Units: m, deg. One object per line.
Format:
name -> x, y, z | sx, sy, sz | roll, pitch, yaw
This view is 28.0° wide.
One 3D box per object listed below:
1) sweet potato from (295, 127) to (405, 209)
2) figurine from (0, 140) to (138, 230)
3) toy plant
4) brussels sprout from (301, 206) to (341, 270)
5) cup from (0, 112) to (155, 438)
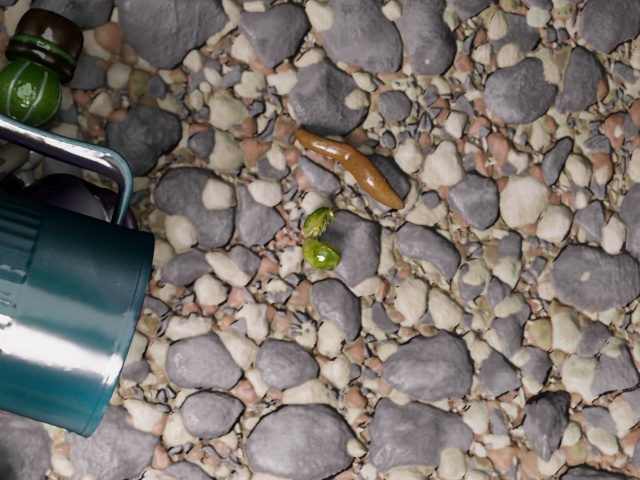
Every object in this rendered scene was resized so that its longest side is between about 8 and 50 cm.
sweet potato -> 0.044, -0.101, 1.714 | 0.179, 0.044, 0.044 | 38, 76, 0
figurine -> -0.325, -0.038, 1.603 | 0.145, 0.145, 0.222 | -39, 106, -14
toy plant -> -0.369, -0.212, 1.655 | 0.093, 0.093, 0.162 | 18, 79, -3
brussels sprout -> -0.001, -0.001, 1.685 | 0.051, 0.046, 0.083 | -7, 69, -5
cup -> -0.349, 0.036, 1.418 | 0.292, 0.242, 0.307 | 17, 108, -13
